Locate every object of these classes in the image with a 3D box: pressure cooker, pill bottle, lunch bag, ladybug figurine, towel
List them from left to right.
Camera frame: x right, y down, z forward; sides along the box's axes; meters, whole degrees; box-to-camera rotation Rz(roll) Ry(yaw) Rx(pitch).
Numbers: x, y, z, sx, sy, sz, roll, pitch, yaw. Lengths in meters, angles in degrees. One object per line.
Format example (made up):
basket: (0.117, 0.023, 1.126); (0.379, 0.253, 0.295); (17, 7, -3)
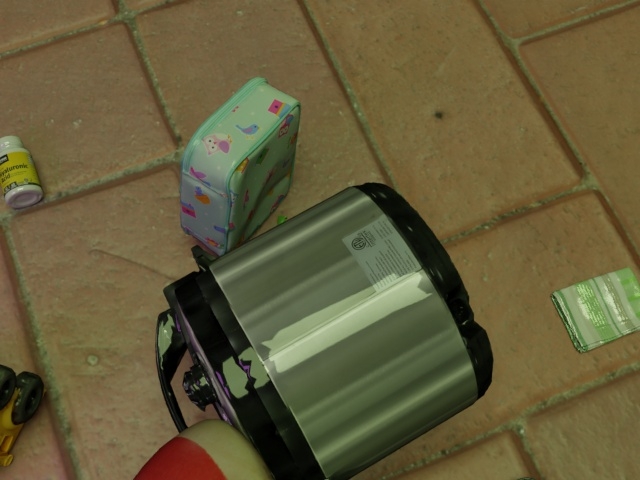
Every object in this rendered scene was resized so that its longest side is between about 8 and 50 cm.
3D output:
pill bottle: (-0.528, -0.121, 1.439); (0.065, 0.065, 0.116); (-21, 70, -10)
ladybug figurine: (-0.142, 0.377, 0.943); (0.161, 0.449, 0.305); (-12, 55, -22)
lunch bag: (-0.126, -0.116, 1.339); (0.107, 0.279, 0.224); (32, 60, 10)
pressure cooker: (-0.019, 0.152, 1.175); (0.420, 0.370, 0.376); (-29, 114, -9)
towel: (0.481, 0.114, 1.401); (0.152, 0.023, 0.113); (-18, 71, -9)

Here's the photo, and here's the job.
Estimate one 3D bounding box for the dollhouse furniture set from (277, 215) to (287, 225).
dollhouse furniture set: (0.000, 0.000, 1.403); (0.151, 0.076, 0.059); (5, 66, 1)

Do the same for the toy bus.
toy bus: (-0.530, 0.272, 1.209); (0.149, 0.220, 0.212); (16, 75, 8)

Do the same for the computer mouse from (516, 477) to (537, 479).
computer mouse: (0.323, 0.490, 1.232); (0.184, 0.060, 0.262); (-31, 61, -9)
